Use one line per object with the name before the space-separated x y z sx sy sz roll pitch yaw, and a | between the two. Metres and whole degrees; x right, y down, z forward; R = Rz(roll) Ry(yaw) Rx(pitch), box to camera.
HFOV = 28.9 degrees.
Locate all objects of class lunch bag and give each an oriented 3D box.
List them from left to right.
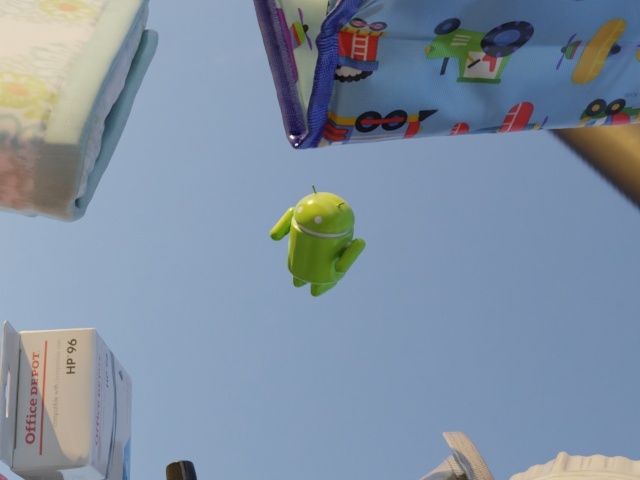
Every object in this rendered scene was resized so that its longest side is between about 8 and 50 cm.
lunch bag | 0.061 -0.205 0.656 0.138 0.221 0.293 113 -35 -49

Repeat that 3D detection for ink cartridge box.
ink cartridge box | -0.087 0.061 0.433 0.083 0.028 0.048 81 6 -69

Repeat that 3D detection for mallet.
mallet | -0.238 0.292 1.488 0.039 0.189 0.062 117 -25 -51

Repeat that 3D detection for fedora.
fedora | 0.155 0.335 1.328 0.244 0.124 0.275 64 1 32

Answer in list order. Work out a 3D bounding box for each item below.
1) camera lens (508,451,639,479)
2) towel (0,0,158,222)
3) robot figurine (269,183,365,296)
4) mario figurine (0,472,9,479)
camera lens | 0.142 0.266 0.653 0.219 0.274 0.219 6 -69 16
towel | -0.296 -0.143 0.910 0.374 0.320 0.090 -87 -173 -62
robot figurine | 0.000 0.000 1.309 0.101 0.067 0.115 28 -56 29
mario figurine | -0.225 0.141 0.564 0.170 0.198 0.321 122 -48 -74
